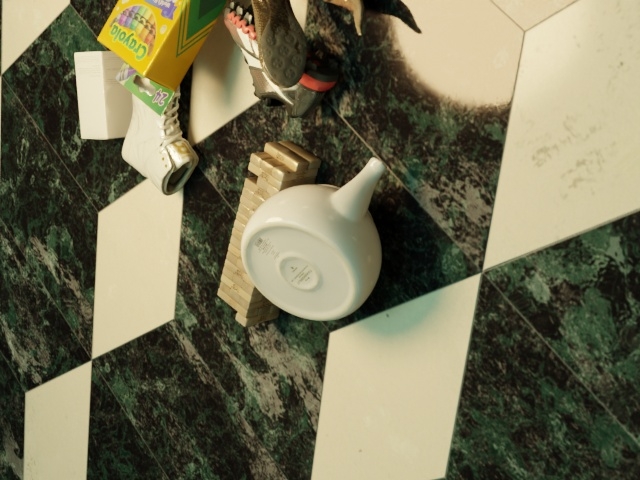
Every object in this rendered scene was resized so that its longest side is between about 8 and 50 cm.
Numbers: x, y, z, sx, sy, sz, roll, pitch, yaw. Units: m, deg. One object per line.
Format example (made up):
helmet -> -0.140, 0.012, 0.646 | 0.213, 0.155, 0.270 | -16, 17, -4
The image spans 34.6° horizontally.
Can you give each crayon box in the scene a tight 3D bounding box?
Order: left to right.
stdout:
crayon box -> -0.284, -0.413, 1.878 | 0.203, 0.083, 0.323 | 39, 102, 43

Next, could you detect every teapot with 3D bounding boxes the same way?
teapot -> 0.000, 0.000, 1.725 | 0.256, 0.187, 0.253 | 2, 129, 28

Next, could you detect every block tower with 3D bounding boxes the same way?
block tower -> -0.099, -0.011, 1.881 | 0.097, 0.091, 0.336 | 35, 121, 36

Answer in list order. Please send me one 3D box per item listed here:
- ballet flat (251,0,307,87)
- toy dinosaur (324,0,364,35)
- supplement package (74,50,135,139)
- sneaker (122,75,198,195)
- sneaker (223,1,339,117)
ballet flat -> -0.079, -0.360, 1.706 | 0.058, 0.084, 0.250 | 130, 130, -63
toy dinosaur -> 0.001, -0.457, 1.665 | 0.200, 0.127, 0.296 | -24, 94, 53
supplement package -> -0.437, -0.304, 2.146 | 0.105, 0.105, 0.179 | 7, 103, 44
sneaker -> -0.293, -0.228, 2.028 | 0.169, 0.108, 0.293 | 43, 135, 27
sneaker -> -0.088, -0.312, 1.796 | 0.276, 0.097, 0.135 | 44, 125, 28
